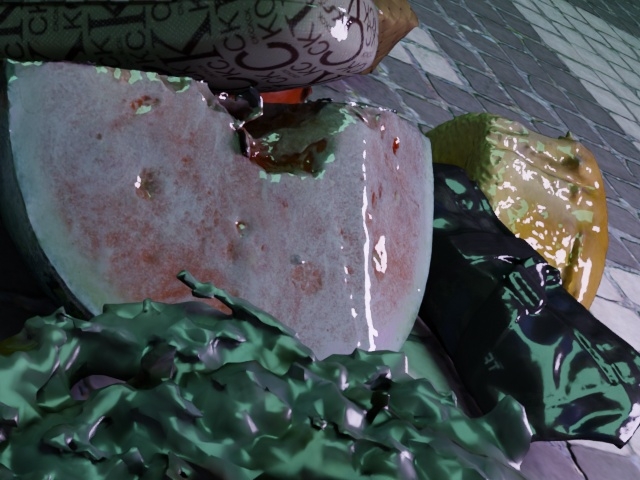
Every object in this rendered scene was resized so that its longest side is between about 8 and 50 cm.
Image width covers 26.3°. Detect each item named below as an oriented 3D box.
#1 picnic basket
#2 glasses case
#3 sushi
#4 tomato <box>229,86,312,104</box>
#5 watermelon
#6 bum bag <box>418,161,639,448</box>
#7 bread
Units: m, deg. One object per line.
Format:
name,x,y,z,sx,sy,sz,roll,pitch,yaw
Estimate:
picnic basket,0.002,-0.264,1.424,0.137,0.128,0.178,-7,63,-60
glasses case,-0.138,-0.135,0.862,0.354,0.085,0.137,3,-4,20
sushi,-0.022,0.197,0.476,0.417,0.176,0.417,22,32,-15
tomato,-0.114,-0.145,0.997,0.225,0.225,0.085,36,45,5
watermelon,-0.076,0.004,0.838,0.321,0.188,0.175,8,-11,-33
bum bag,0.127,0.045,1.042,0.137,0.074,0.310,-21,50,-23
bread,0.180,-0.043,1.230,0.174,0.133,0.252,23,26,-19
